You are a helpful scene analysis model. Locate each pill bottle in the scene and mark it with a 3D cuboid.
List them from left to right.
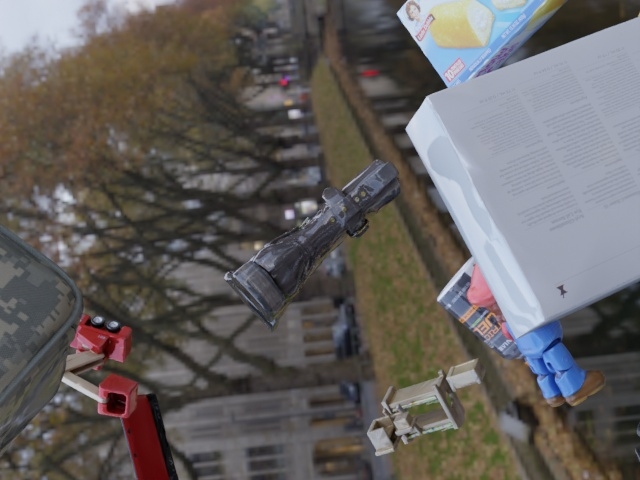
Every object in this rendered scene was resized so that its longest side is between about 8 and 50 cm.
[{"bbox_3d":[0.367,0.151,2.242,0.245,0.130,0.130,40,175,4],"label":"pill bottle"}]

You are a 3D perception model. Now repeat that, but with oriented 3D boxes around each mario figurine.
[{"bbox_3d":[0.400,0.130,1.995,0.320,0.198,0.170,58,-148,-5],"label":"mario figurine"}]

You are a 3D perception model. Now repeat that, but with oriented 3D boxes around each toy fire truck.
[{"bbox_3d":[-0.320,0.159,1.496,0.135,0.192,0.047,-61,-16,-55],"label":"toy fire truck"}]

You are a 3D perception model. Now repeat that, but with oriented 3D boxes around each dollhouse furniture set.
[{"bbox_3d":[0.197,0.307,1.897,0.101,0.182,0.161,61,-151,-13],"label":"dollhouse furniture set"}]

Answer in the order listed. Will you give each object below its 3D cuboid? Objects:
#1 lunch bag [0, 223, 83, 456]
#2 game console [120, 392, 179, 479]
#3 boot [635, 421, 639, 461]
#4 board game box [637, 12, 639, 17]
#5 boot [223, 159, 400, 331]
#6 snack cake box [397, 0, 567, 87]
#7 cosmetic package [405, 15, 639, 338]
[{"bbox_3d":[-0.331,0.137,0.743,0.305,0.212,0.256,-56,-3,-42],"label":"lunch bag"},{"bbox_3d":[-0.271,0.306,1.640,0.124,0.085,0.144,-32,70,51],"label":"game console"},{"bbox_3d":[0.474,0.286,1.349,0.246,0.161,0.083,-69,-37,-67],"label":"boot"},{"bbox_3d":[0.636,-0.412,1.648,0.317,0.242,0.064,-70,-14,12],"label":"board game box"},{"bbox_3d":[0.000,0.000,1.321,0.091,0.229,0.263,48,171,-2],"label":"boot"},{"bbox_3d":[0.236,-0.341,1.518,0.152,0.089,0.264,55,142,8],"label":"snack cake box"},{"bbox_3d":[0.331,-0.090,1.307,0.284,0.377,0.097,63,160,14],"label":"cosmetic package"}]
